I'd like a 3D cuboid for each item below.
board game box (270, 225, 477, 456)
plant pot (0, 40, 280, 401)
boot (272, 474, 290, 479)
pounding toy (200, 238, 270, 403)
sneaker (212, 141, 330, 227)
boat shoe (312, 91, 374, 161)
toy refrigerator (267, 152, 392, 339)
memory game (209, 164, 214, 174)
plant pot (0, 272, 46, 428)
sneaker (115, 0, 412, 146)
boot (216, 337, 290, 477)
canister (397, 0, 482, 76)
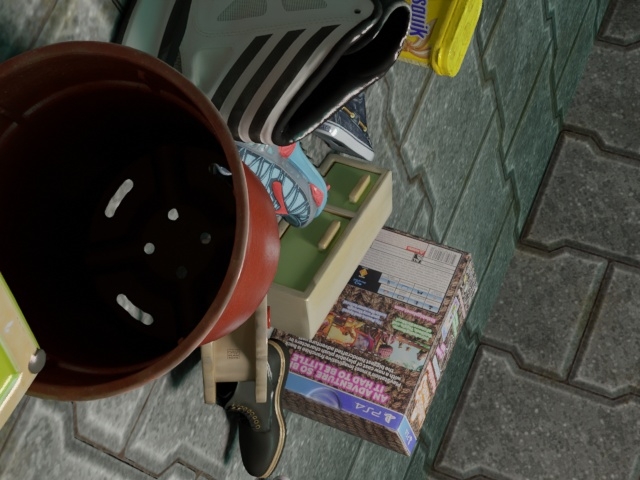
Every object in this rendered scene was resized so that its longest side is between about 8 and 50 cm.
[{"bbox_3d":[0.074,0.136,1.737,0.291,0.232,0.141,-65,159,-18],"label":"board game box"},{"bbox_3d":[-0.159,-0.005,0.996,0.265,0.272,0.272,23,85,-78],"label":"plant pot"},{"bbox_3d":[-0.085,0.418,1.791,0.258,0.095,0.123,81,26,-67],"label":"boot"},{"bbox_3d":[-0.137,0.084,1.379,0.269,0.154,0.154,95,-7,-55],"label":"pounding toy"},{"bbox_3d":[-0.079,-0.075,1.358,0.125,0.104,0.262,-49,150,-11],"label":"sneaker"},{"bbox_3d":[0.045,-0.168,1.643,0.083,0.065,0.183,-70,159,-3],"label":"boat shoe"},{"bbox_3d":[0.000,0.000,1.618,0.269,0.102,0.094,-55,154,-37],"label":"toy refrigerator"},{"bbox_3d":[-0.102,-0.099,1.396,0.186,0.012,0.186,-53,152,-44],"label":"memory game"},{"bbox_3d":[-0.311,0.066,0.701,0.227,0.207,0.228,80,33,-51],"label":"plant pot"},{"bbox_3d":[-0.006,-0.294,1.121,0.448,0.257,0.169,-71,160,-3],"label":"sneaker"},{"bbox_3d":[-0.108,0.240,1.600,0.137,0.076,0.198,-9,102,-63],"label":"boot"},{"bbox_3d":[0.117,-0.301,1.568,0.126,0.169,0.073,-69,160,-10],"label":"canister"}]
